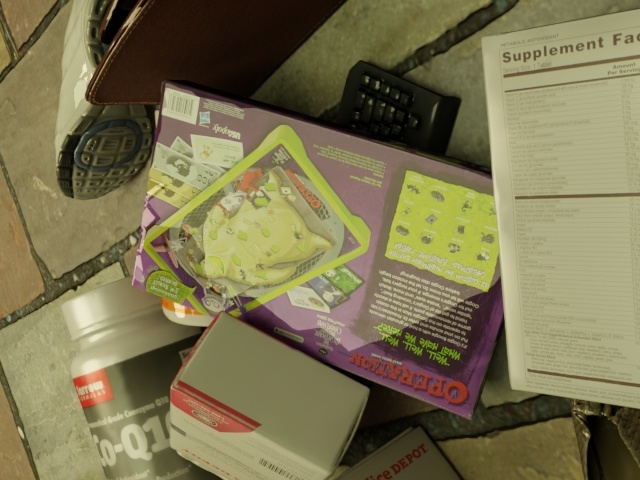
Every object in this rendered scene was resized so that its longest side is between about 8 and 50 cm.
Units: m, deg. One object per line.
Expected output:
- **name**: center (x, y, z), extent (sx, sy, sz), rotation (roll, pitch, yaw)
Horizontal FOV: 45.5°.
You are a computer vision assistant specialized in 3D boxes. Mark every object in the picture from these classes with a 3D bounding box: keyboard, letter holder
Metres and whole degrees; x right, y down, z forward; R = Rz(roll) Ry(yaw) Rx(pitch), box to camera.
- **keyboard**: center (0.063, 0.010, 0.725), extent (0.201, 0.033, 0.317), rotation (30, 120, 32)
- **letter holder**: center (-0.091, -0.260, 0.665), extent (0.302, 0.214, 0.152), rotation (-35, 78, 41)

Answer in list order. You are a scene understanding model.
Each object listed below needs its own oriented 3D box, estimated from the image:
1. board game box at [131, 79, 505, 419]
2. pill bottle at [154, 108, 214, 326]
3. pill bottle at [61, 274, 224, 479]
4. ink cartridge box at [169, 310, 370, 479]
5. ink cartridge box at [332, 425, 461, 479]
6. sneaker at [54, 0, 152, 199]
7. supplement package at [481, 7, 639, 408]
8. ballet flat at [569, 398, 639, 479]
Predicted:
- **board game box**: center (0.000, 0.000, 0.677), extent (0.347, 0.056, 0.208), rotation (19, 105, 17)
- **pill bottle**: center (-0.116, -0.030, 0.810), extent (0.121, 0.121, 0.221), rotation (8, 107, 40)
- **pill bottle**: center (-0.200, 0.188, 0.912), extent (0.161, 0.161, 0.283), rotation (-24, 85, 42)
- **ink cartridge box**: center (-0.059, 0.177, 0.744), extent (0.158, 0.092, 0.218), rotation (28, 149, 4)
- **ink cartridge box**: center (0.089, 0.295, 0.695), extent (0.203, 0.148, 0.086), rotation (52, 131, 19)
- **sneaker**: center (-0.267, -0.188, 0.934), extent (0.129, 0.111, 0.297), rotation (47, 125, 42)
- **supplement package**: center (0.209, -0.027, 0.516), extent (0.139, 0.134, 0.244), rotation (2, 102, 41)
- **ballet flat**: center (0.242, 0.208, 0.596), extent (0.084, 0.058, 0.250), rotation (-9, 98, 41)
